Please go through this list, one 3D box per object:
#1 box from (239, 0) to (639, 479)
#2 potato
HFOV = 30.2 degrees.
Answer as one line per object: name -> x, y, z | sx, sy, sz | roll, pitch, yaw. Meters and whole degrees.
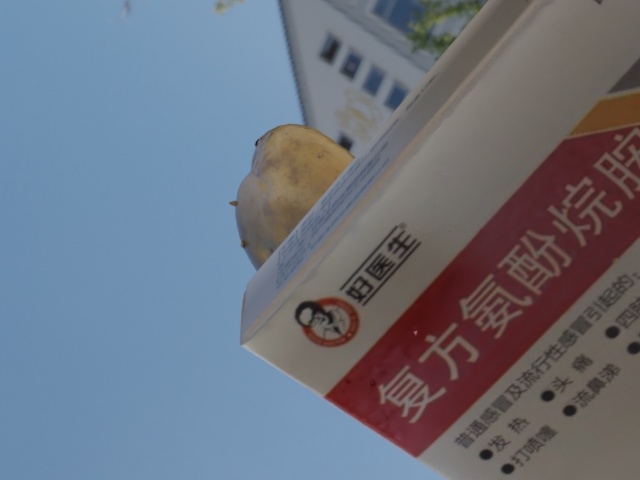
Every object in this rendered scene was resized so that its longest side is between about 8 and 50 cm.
box -> 0.152, -0.031, 0.522 | 0.214, 0.353, 0.069 | 34, -161, -16
potato -> -0.001, 0.002, 1.085 | 0.128, 0.161, 0.235 | -21, -95, -24
